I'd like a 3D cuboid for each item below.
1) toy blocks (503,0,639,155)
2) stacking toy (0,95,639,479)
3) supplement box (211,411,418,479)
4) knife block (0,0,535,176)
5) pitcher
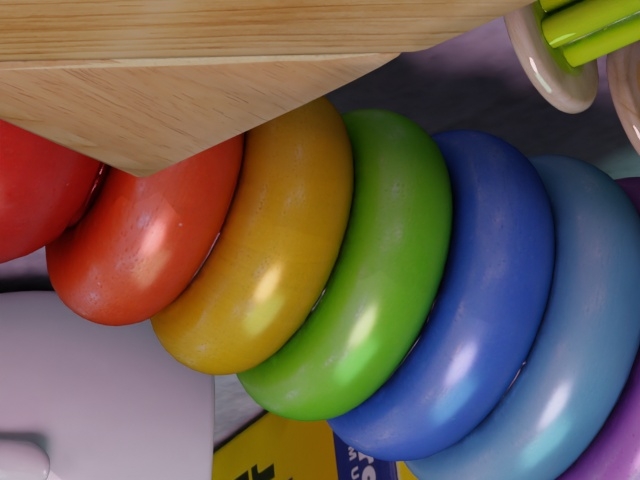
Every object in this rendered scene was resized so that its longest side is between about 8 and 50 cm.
[{"bbox_3d":[0.148,-0.078,0.562,0.148,0.054,0.123,-22,152,30],"label":"toy blocks"},{"bbox_3d":[0.000,0.000,0.591,0.330,0.141,0.141,23,145,-24],"label":"stacking toy"},{"bbox_3d":[0.034,0.208,0.991,0.194,0.195,0.356,7,152,-28],"label":"supplement box"},{"bbox_3d":[-0.071,-0.107,0.397,0.276,0.088,0.242,-21,153,30],"label":"knife block"},{"bbox_3d":[-0.146,0.083,0.728,0.207,0.125,0.178,3,-177,-9],"label":"pitcher"}]
